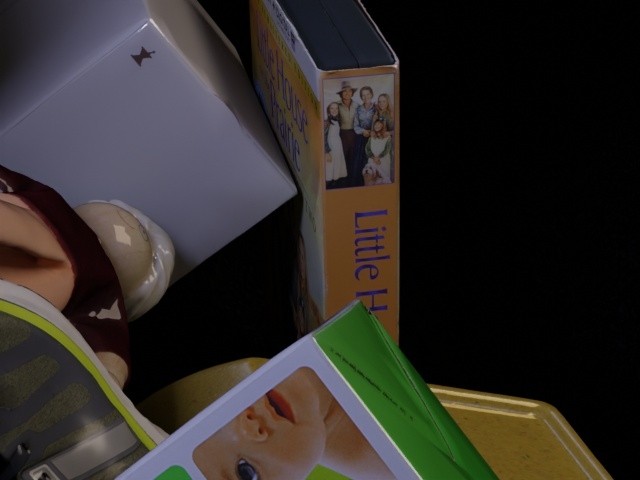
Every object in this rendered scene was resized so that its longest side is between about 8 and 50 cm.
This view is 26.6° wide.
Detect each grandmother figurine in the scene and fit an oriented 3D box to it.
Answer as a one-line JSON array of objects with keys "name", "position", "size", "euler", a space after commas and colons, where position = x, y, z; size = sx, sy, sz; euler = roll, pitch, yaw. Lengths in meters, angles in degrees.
[{"name": "grandmother figurine", "position": [-0.171, 0.012, 0.779], "size": [0.207, 0.104, 0.342], "euler": [62, 12, 7]}]

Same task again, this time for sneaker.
[{"name": "sneaker", "position": [-0.116, 0.120, 0.592], "size": [0.300, 0.111, 0.121], "euler": [43, 16, -40]}]

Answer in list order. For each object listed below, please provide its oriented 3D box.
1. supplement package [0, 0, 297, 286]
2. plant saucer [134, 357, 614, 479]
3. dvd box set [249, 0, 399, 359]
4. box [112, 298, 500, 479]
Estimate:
[{"name": "supplement package", "position": [-0.161, -0.108, 1.060], "size": [0.177, 0.175, 0.293], "euler": [50, 8, -29]}, {"name": "plant saucer", "position": [0.077, 0.175, 0.819], "size": [0.333, 0.081, 0.332], "euler": [11, 22, -22]}, {"name": "dvd box set", "position": [0.000, 0.000, 1.091], "size": [0.307, 0.062, 0.420], "euler": [-113, -161, -58]}, {"name": "box", "position": [-0.003, 0.193, 0.444], "size": [0.262, 0.231, 0.127], "euler": [53, 8, 4]}]
